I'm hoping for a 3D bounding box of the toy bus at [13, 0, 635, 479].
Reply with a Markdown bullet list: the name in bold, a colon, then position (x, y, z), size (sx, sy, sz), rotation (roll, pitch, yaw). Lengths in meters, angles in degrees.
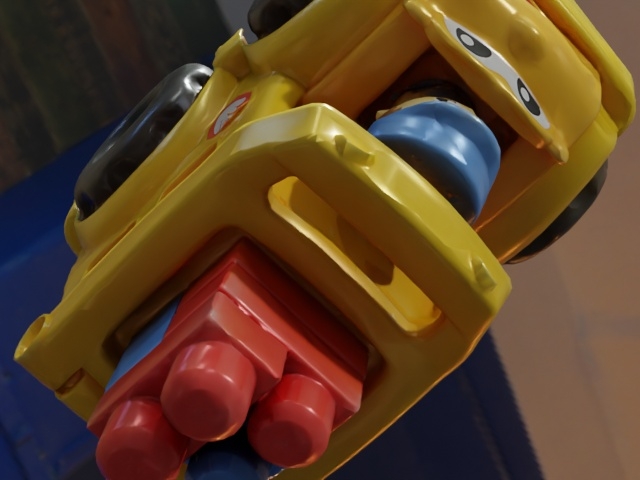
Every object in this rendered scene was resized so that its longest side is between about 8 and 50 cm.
- **toy bus**: position (0.000, 0.000, 0.450), size (0.149, 0.211, 0.220), rotation (44, -69, -12)
